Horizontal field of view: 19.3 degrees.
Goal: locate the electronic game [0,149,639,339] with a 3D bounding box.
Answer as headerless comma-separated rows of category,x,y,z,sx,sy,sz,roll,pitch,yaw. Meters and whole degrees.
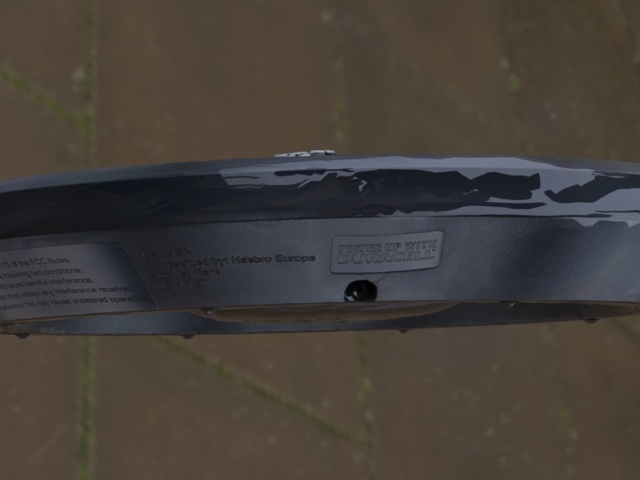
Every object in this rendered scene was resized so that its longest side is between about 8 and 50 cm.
electronic game,0.000,0.000,0.508,0.229,0.229,0.048,4,82,-56
